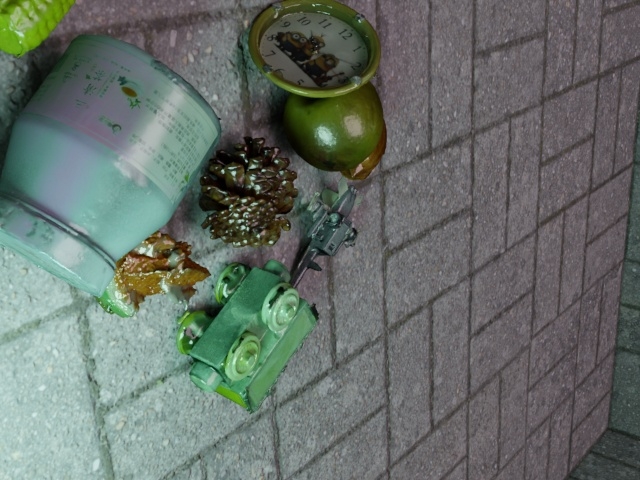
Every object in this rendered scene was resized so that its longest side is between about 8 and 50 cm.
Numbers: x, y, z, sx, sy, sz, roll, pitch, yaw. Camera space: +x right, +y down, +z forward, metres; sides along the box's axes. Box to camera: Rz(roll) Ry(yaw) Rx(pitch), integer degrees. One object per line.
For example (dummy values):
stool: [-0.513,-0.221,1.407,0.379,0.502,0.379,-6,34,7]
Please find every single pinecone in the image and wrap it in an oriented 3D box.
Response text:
pinecone: [-0.126,-0.084,1.395,0.179,0.150,0.195,30,78,-51]

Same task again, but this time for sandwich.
sandwich: [-0.275,0.035,1.247,0.185,0.160,0.109,73,28,-45]

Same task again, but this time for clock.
clock: [-0.011,-0.330,1.427,0.237,0.237,0.057,-50,165,-28]

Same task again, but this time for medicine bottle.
medicine bottle: [-0.304,-0.092,1.100,0.245,0.245,0.290,46,66,-48]

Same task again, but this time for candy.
candy: [-0.362,-0.339,1.067,0.209,0.096,0.097,-58,139,-24]

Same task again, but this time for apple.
apple: [0.021,-0.228,1.500,0.196,0.196,0.157,-63,143,-16]

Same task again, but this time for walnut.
walnut: [0.079,-0.193,1.624,0.207,0.115,0.116,-80,154,-45]

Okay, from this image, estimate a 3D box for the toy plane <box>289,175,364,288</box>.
toy plane: [0.008,0.003,1.642,0.192,0.088,0.262,37,73,-51]

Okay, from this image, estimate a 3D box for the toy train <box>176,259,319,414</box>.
toy train: [-0.133,0.168,1.475,0.272,0.159,0.188,-55,147,-24]
